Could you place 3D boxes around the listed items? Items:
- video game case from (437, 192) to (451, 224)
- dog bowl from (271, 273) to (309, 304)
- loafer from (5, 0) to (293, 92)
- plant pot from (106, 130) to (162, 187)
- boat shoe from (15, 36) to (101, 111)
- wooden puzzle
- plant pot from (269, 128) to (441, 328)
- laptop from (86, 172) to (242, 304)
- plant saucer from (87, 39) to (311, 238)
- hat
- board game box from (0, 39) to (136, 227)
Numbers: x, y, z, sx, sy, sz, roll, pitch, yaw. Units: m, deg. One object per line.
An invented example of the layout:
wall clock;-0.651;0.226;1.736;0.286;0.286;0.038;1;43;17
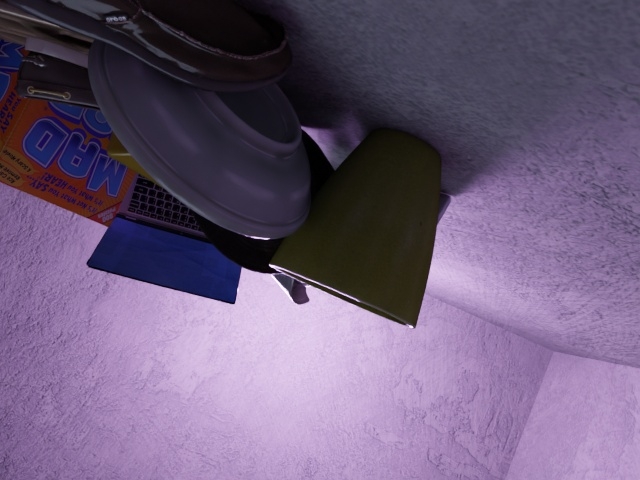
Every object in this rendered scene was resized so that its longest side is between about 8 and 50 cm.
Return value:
video game case;0.132;-0.036;1.158;0.206;0.227;0.026;21;151;27
dog bowl;0.000;0.000;1.465;0.102;0.349;0.349;35;177;19
loafer;-0.196;-0.291;0.658;0.365;0.134;0.130;14;140;-19
plant pot;-0.301;-0.238;1.216;0.187;0.212;0.212;8;167;23
boat shoe;-0.332;-0.234;0.936;0.324;0.097;0.116;17;-176;-27
wooden puzzle;-0.454;-0.370;0.954;0.347;0.081;0.322;18;-177;-12
plant pot;0.093;-0.036;0.971;0.274;0.294;0.275;23;174;3
laptop;-0.369;-0.077;1.517;0.381;0.408;0.236;16;176;-11
plant saucer;-0.136;-0.191;0.823;0.400;0.100;0.401;37;-149;-26
hat;-0.094;-0.099;1.055;0.331;0.331;0.134;26;171;-14
board game box;-0.673;-0.294;1.341;0.356;0.357;0.356;21;173;25
